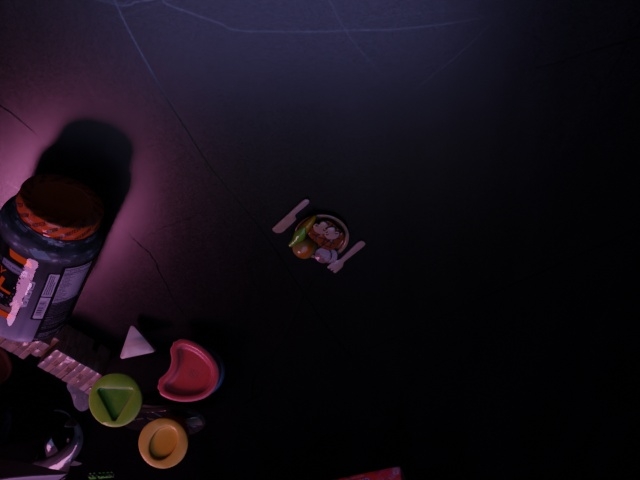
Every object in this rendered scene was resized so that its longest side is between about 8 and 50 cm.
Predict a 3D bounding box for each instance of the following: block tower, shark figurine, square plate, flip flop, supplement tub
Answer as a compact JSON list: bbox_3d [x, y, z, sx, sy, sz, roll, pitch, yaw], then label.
[{"bbox_3d":[-0.676,0.248,1.553,0.091,0.097,0.335,-38,120,24],"label":"block tower"},{"bbox_3d":[-0.726,0.611,1.796,0.166,0.116,0.278,27,111,-31],"label":"shark figurine"},{"bbox_3d":[-0.908,0.609,1.634,0.347,0.049,0.344,0,165,23],"label":"square plate"},{"bbox_3d":[-0.440,0.472,1.735,0.277,0.080,0.112,-5,125,23],"label":"flip flop"},{"bbox_3d":[-0.588,0.038,1.326,0.207,0.207,0.338,24,122,-17],"label":"supplement tub"}]

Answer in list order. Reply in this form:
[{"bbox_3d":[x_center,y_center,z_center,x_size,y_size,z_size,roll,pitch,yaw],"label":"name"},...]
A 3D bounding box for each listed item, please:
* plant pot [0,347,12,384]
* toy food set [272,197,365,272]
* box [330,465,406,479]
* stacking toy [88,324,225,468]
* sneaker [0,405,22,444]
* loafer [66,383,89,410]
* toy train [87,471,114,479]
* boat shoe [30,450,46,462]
[{"bbox_3d":[-0.937,0.390,1.530,0.272,0.265,0.272,0,133,0],"label":"plant pot"},{"bbox_3d":[0.000,0.000,1.406,0.192,0.038,0.132,35,119,-23],"label":"toy food set"},{"bbox_3d":[0.131,0.828,1.954,0.300,0.142,0.154,-15,126,11],"label":"box"},{"bbox_3d":[-0.405,0.375,1.597,0.279,0.130,0.309,28,86,3],"label":"stacking toy"},{"bbox_3d":[-0.917,0.532,1.769,0.087,0.083,0.221,36,116,-18],"label":"sneaker"},{"bbox_3d":[-0.658,0.411,1.711,0.045,0.039,0.125,-25,134,-23],"label":"loafer"},{"bbox_3d":[-0.678,0.729,1.954,0.083,0.017,0.024,-3,136,2],"label":"toy train"},{"bbox_3d":[-0.855,0.677,1.896,0.040,0.049,0.142,29,114,-23],"label":"boat shoe"}]
